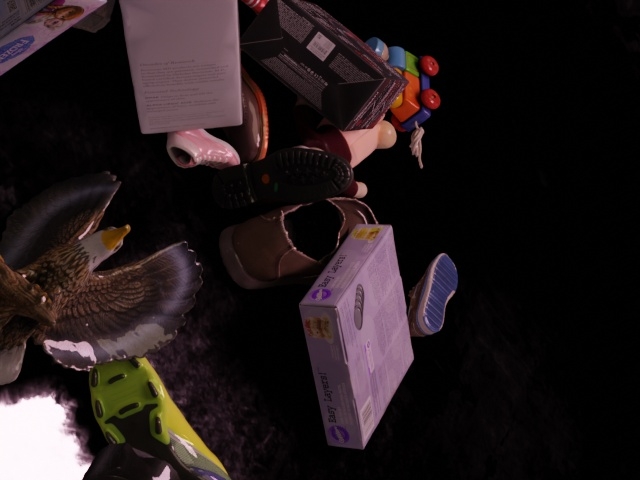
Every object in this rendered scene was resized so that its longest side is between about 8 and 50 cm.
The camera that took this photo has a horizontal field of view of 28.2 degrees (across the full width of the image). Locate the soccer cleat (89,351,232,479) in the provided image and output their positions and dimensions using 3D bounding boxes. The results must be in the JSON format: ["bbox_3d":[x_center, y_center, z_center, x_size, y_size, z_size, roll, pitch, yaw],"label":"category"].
[{"bbox_3d":[-0.195,0.252,1.581,0.289,0.093,0.121,57,2,-3],"label":"soccer cleat"}]

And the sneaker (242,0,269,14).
[{"bbox_3d":[-0.116,-0.450,2.201,0.067,0.042,0.118,29,48,-46],"label":"sneaker"}]

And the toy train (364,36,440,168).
[{"bbox_3d":[0.141,-0.264,2.390,0.143,0.105,0.248,27,47,-30],"label":"toy train"}]

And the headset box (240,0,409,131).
[{"bbox_3d":[0.015,-0.283,2.040,0.218,0.110,0.293,40,12,5],"label":"headset box"}]

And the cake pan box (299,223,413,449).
[{"bbox_3d":[0.062,0.144,1.918,0.245,0.070,0.266,-53,138,-50],"label":"cake pan box"}]

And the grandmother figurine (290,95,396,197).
[{"bbox_3d":[0.020,-0.160,2.143,0.208,0.104,0.342,50,31,-6],"label":"grandmother figurine"}]

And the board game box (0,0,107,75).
[{"bbox_3d":[-0.411,-0.341,1.450,0.066,0.319,0.318,1,68,-56],"label":"board game box"}]

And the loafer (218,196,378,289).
[{"bbox_3d":[0.000,0.000,1.966,0.366,0.130,0.133,-18,84,-57],"label":"loafer"}]

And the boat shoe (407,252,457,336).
[{"bbox_3d":[0.186,0.094,2.224,0.066,0.066,0.183,48,41,-20],"label":"boat shoe"}]

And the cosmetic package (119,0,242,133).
[{"bbox_3d":[-0.191,-0.331,1.711,0.385,0.156,0.217,91,-9,-63],"label":"cosmetic package"}]

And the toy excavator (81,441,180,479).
[{"bbox_3d":[-0.116,0.486,1.407,0.433,0.445,0.222,17,41,5],"label":"toy excavator"}]

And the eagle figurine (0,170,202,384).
[{"bbox_3d":[-0.291,0.038,1.472,0.298,0.225,0.226,-20,109,-74],"label":"eagle figurine"}]

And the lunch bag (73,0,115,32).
[{"bbox_3d":[-0.402,-0.408,1.650,0.235,0.169,0.287,15,51,-51],"label":"lunch bag"}]

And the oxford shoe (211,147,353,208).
[{"bbox_3d":[-0.043,-0.094,1.886,0.096,0.227,0.082,-7,93,-59],"label":"oxford shoe"}]

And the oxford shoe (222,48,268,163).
[{"bbox_3d":[-0.160,-0.231,1.959,0.098,0.097,0.271,-6,65,-39],"label":"oxford shoe"}]

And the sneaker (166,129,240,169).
[{"bbox_3d":[-0.177,-0.124,1.882,0.134,0.051,0.070,38,47,-36],"label":"sneaker"}]
